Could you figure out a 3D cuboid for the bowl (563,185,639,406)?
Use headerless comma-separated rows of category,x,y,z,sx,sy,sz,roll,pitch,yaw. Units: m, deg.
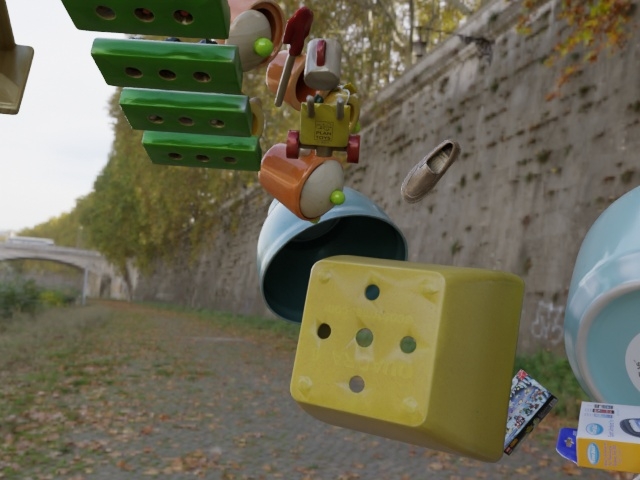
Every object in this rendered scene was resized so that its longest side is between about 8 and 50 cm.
bowl,0.381,0.095,0.670,0.312,0.311,0.163,-3,15,46

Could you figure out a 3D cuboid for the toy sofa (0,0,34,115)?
toy sofa,-0.499,-0.343,0.852,0.177,0.150,0.362,3,-35,-12

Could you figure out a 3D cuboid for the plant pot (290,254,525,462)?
plant pot,0.083,0.113,0.703,0.212,0.212,0.187,5,-11,28

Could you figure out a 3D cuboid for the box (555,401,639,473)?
box,0.257,0.154,0.510,0.136,0.028,0.081,1,7,24

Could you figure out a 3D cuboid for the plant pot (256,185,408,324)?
plant pot,0.000,0.000,1.304,0.293,0.196,0.293,-13,-45,-13

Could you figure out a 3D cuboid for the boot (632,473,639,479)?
boot,0.430,0.359,0.858,0.106,0.114,0.037,-37,15,-33

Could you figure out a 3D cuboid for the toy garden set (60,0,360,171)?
toy garden set,-0.066,-0.133,0.535,0.204,0.049,0.244,4,-21,3

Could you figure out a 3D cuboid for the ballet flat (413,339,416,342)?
ballet flat,0.205,0.154,1.017,0.173,0.049,0.057,7,0,-44

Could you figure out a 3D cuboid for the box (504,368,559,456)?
box,0.360,0.316,1.208,0.027,0.137,0.094,39,2,-26

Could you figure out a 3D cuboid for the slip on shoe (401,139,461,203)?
slip on shoe,0.189,-0.119,1.132,0.135,0.051,0.041,-44,-10,14

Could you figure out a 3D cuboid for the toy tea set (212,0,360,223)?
toy tea set,-0.031,-0.147,0.804,0.124,0.200,0.336,30,0,31
